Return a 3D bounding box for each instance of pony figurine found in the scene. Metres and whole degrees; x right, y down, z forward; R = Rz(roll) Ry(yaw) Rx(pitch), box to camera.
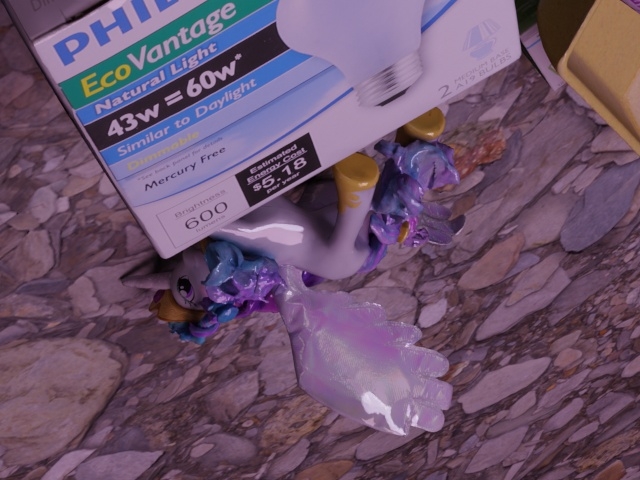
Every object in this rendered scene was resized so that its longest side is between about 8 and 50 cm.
[{"bbox_3d":[0.000,0.000,1.884,0.351,0.303,0.363,12,143,-11],"label":"pony figurine"}]

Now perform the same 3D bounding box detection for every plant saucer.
[{"bbox_3d":[0.335,-0.271,1.846,0.332,0.081,0.333,-60,151,0],"label":"plant saucer"}]

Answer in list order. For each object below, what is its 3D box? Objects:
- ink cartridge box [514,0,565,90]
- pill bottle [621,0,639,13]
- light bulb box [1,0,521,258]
[{"bbox_3d":[0.259,-0.224,1.958,0.109,0.062,0.209,-37,154,6],"label":"ink cartridge box"},{"bbox_3d":[0.227,-0.316,1.552,0.301,0.169,0.169,31,118,-27],"label":"pill bottle"},{"bbox_3d":[-0.060,-0.223,1.432,0.358,0.225,0.361,-30,154,-3],"label":"light bulb box"}]
